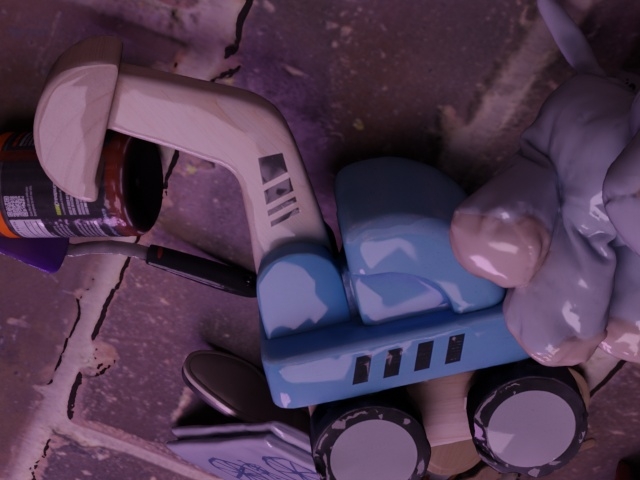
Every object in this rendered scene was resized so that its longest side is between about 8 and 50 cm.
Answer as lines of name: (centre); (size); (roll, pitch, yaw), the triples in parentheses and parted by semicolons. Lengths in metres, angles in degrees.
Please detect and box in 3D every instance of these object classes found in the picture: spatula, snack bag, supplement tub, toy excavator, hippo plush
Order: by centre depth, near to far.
hippo plush: (0.271, -0.042, 1.261); (0.234, 0.294, 0.237); (38, 151, -23)
toy excavator: (0.000, 0.000, 1.495); (0.433, 0.222, 0.445); (-12, 113, 2)
supplement tub: (-0.258, -0.055, 1.594); (0.198, 0.106, 0.106); (0, 136, 18)
spatula: (-0.199, 0.013, 1.682); (0.297, 0.084, 0.030); (14, 136, -8)
snack bag: (0.024, 0.285, 1.847); (0.343, 0.037, 0.323); (29, 161, -17)

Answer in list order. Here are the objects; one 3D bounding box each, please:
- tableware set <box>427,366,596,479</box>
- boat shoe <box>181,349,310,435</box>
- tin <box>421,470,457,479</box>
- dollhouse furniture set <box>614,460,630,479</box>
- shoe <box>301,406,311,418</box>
tableware set: (0.183, 0.179, 1.712); (0.194, 0.039, 0.128); (-17, 116, -9)
boat shoe: (-0.073, 0.190, 1.829); (0.206, 0.075, 0.065); (29, 134, -21)
tin: (0.109, 0.187, 1.757); (0.106, 0.040, 0.189); (10, 121, 0)
dollhouse furniture set: (0.422, 0.238, 1.708); (0.201, 0.152, 0.374); (13, 121, 4)
shoe: (0.047, 0.203, 1.816); (0.219, 0.058, 0.076); (35, 135, -21)
